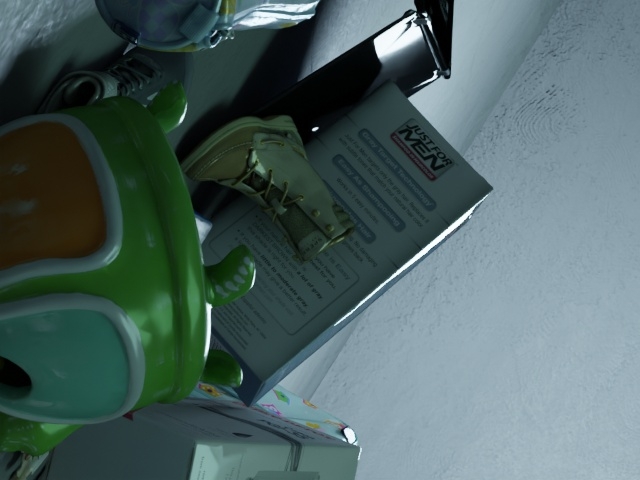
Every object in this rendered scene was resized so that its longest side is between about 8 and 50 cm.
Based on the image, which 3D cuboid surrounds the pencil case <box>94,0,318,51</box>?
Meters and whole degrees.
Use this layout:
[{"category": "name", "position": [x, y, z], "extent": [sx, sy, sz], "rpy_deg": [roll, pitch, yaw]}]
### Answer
[{"category": "pencil case", "position": [-0.084, -0.223, 1.537], "extent": [0.113, 0.124, 0.273], "rpy_deg": [-63, 170, 18]}]

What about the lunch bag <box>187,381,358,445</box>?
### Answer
[{"category": "lunch bag", "position": [-0.088, 0.255, 2.466], "extent": [0.108, 0.279, 0.224], "rpy_deg": [-64, 167, 8]}]

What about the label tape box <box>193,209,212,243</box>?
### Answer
[{"category": "label tape box", "position": [-0.247, 0.088, 1.705], "extent": [0.333, 0.106, 0.240], "rpy_deg": [-59, 169, -1]}]

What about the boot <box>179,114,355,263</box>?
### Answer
[{"category": "boot", "position": [-0.053, -0.051, 2.013], "extent": [0.077, 0.165, 0.213], "rpy_deg": [-37, 170, 28]}]

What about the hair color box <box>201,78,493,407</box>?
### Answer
[{"category": "hair color box", "position": [0.000, 0.000, 2.152], "extent": [0.374, 0.185, 0.113], "rpy_deg": [-39, 171, -22]}]

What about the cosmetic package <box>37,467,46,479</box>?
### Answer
[{"category": "cosmetic package", "position": [-0.240, 0.336, 2.325], "extent": [0.197, 0.155, 0.365], "rpy_deg": [-55, 170, -23]}]

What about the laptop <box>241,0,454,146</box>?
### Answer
[{"category": "laptop", "position": [0.032, -0.288, 2.218], "extent": [0.382, 0.236, 0.408], "rpy_deg": [38, 54, -80]}]

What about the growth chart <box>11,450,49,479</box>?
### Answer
[{"category": "growth chart", "position": [-0.276, 0.159, 2.013], "extent": [0.172, 0.021, 0.237], "rpy_deg": [-49, 166, -43]}]

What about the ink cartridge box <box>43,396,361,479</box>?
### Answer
[{"category": "ink cartridge box", "position": [-0.125, 0.247, 2.025], "extent": [0.283, 0.207, 0.117], "rpy_deg": [10, 95, -51]}]

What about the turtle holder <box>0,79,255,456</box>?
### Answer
[{"category": "turtle holder", "position": [-0.204, 0.030, 1.445], "extent": [0.227, 0.243, 0.320], "rpy_deg": [-14, 172, -20]}]

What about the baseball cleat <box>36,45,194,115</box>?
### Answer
[{"category": "baseball cleat", "position": [-0.170, -0.122, 1.563], "extent": [0.206, 0.072, 0.109], "rpy_deg": [-55, 167, -33]}]
